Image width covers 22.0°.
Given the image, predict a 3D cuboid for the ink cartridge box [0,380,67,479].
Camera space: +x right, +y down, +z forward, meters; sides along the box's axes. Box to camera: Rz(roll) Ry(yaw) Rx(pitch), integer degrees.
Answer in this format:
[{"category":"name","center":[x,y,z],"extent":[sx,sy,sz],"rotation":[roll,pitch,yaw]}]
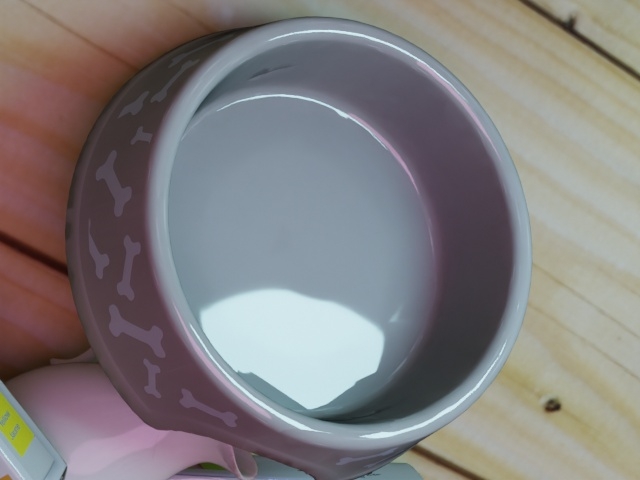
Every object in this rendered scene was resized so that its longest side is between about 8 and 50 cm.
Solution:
[{"category":"ink cartridge box","center":[-0.387,0.117,1.147],"extent":[0.303,0.072,0.307],"rotation":[-27,107,20]}]

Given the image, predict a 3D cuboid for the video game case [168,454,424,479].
[{"category":"video game case","center":[-0.052,0.312,1.367],"extent":[0.244,0.061,0.270],"rotation":[6,101,-17]}]

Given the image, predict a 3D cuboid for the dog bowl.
[{"category":"dog bowl","center":[0.000,0.000,1.177],"extent":[0.348,0.102,0.349],"rotation":[6,77,-27]}]

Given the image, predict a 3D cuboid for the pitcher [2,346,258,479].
[{"category":"pitcher","center":[-0.165,0.126,1.251],"extent":[0.207,0.178,0.125],"rotation":[-17,145,8]}]
